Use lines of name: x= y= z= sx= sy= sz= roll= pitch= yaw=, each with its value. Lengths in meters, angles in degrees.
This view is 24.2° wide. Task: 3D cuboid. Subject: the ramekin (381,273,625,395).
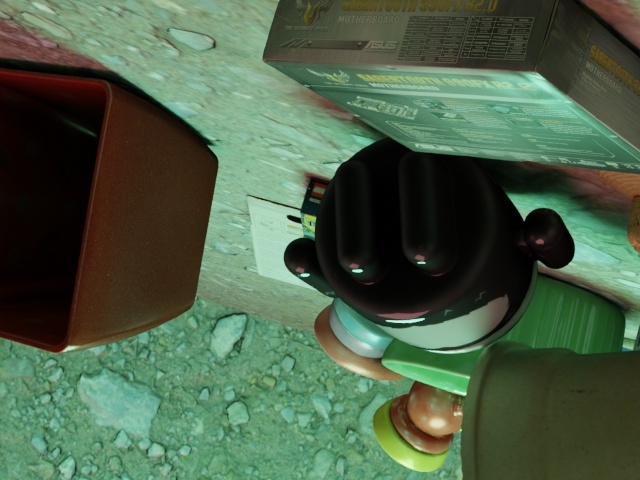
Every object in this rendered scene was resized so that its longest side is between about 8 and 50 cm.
ramekin: x=0.242 y=0.129 z=1.907 sx=0.303 sy=0.148 sz=0.303 roll=16 pitch=172 yaw=2

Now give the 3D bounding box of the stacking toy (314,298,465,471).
stacking toy: x=0.163 y=0.165 z=2.193 sx=0.279 sy=0.130 sz=0.309 roll=-6 pitch=-129 yaw=-44

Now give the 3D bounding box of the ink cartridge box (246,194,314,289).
ink cartridge box: x=0.000 y=0.000 z=1.963 sx=0.181 sy=0.056 sz=0.225 roll=16 pitch=153 yaw=10

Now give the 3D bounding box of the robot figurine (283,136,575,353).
robot figurine: x=0.098 y=0.010 z=1.343 sx=0.209 sy=0.174 sz=0.278 roll=34 pitch=179 yaw=25

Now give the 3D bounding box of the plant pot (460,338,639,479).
plant pot: x=0.336 y=0.224 z=1.356 sx=0.305 sy=0.334 sz=0.334 roll=-15 pitch=156 yaw=28

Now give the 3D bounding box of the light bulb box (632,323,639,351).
light bulb box: x=0.533 y=0.307 z=1.770 sx=0.358 sy=0.361 sz=0.225 roll=19 pitch=173 yaw=-14

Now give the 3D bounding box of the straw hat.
straw hat: x=0.288 y=-0.011 z=1.229 sx=0.144 sy=0.061 sz=0.144 roll=17 pitch=171 yaw=3

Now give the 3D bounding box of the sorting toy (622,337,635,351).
sorting toy: x=0.472 y=0.182 z=2.142 sx=0.132 sy=0.046 sz=0.274 roll=13 pitch=171 yaw=27

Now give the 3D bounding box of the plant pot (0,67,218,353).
plant pot: x=-0.260 y=-0.029 z=1.591 sx=0.267 sy=0.267 sz=0.235 roll=11 pitch=-179 yaw=36

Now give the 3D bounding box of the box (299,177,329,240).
box: x=0.094 y=-0.004 z=1.699 sx=0.233 sy=0.044 sz=0.159 roll=17 pitch=171 yaw=3

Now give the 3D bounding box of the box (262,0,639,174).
box: x=0.104 y=-0.107 z=0.998 sx=0.231 sy=0.056 sz=0.183 roll=8 pitch=167 yaw=43
